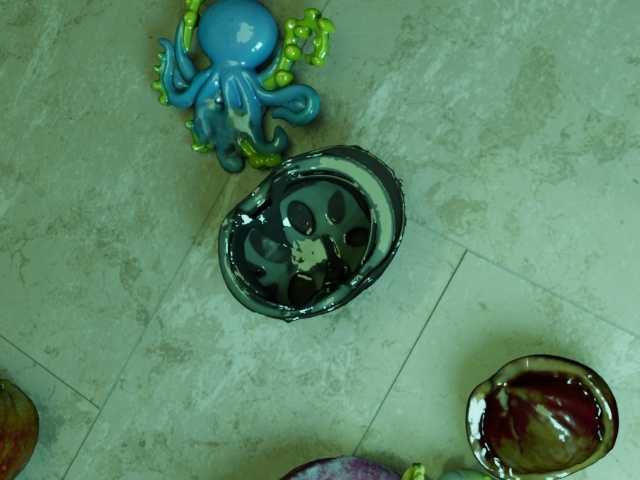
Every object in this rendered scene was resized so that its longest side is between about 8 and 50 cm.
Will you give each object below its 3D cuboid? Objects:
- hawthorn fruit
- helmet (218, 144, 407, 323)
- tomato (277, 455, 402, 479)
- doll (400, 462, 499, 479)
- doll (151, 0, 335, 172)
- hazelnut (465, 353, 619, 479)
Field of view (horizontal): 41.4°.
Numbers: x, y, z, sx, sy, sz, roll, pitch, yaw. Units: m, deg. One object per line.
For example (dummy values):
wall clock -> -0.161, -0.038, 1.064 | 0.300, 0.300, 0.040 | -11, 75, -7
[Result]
hawthorn fruit -> -0.615, 0.340, 1.431 | 0.258, 0.258, 0.262 | 12, 55, 22
helmet -> 0.000, 0.000, 1.310 | 0.305, 0.177, 0.225 | -32, 76, 4
tomato -> 0.046, 0.481, 1.197 | 0.335, 0.176, 0.290 | 32, 61, 14
doll -> 0.250, 0.376, 1.134 | 0.296, 0.141, 0.117 | 12, 101, -10
doll -> -0.136, -0.288, 1.474 | 0.346, 0.099, 0.341 | 8, 94, 26
hazelnut -> 0.299, 0.247, 1.158 | 0.201, 0.160, 0.170 | -37, 70, 3
